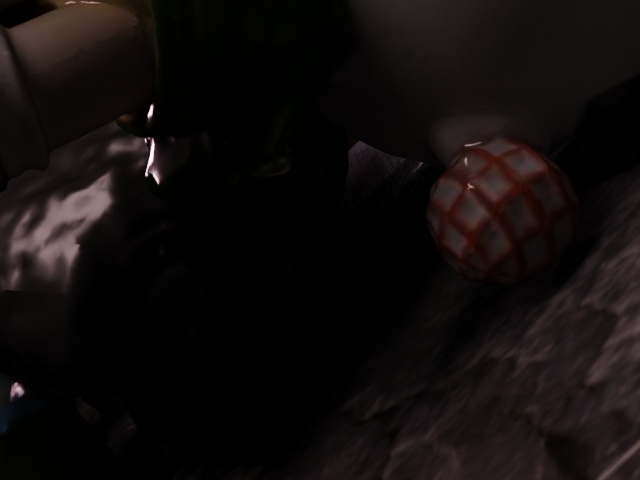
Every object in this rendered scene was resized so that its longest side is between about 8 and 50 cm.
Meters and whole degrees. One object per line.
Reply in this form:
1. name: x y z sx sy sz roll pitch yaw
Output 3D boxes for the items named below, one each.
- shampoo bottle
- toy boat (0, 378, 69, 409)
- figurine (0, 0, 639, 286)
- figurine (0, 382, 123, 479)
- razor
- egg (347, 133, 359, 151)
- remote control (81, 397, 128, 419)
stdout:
1. shampoo bottle: 0.004 0.006 0.903 0.234 0.049 0.087 -45 17 13
2. toy boat: -0.215 0.058 1.229 0.133 0.145 0.332 -60 8 3
3. figurine: 0.002 -0.104 0.757 0.370 0.281 0.167 -18 -30 -18
4. figurine: -0.212 0.162 0.976 0.234 0.127 0.185 -37 16 46
5. razor: -0.134 -0.010 0.938 0.327 0.107 0.189 -3 42 54
6. egg: 0.006 -0.131 1.058 0.201 0.164 0.164 -48 12 -21
7. remote control: -0.084 0.009 1.135 0.145 0.050 0.344 -50 7 2
